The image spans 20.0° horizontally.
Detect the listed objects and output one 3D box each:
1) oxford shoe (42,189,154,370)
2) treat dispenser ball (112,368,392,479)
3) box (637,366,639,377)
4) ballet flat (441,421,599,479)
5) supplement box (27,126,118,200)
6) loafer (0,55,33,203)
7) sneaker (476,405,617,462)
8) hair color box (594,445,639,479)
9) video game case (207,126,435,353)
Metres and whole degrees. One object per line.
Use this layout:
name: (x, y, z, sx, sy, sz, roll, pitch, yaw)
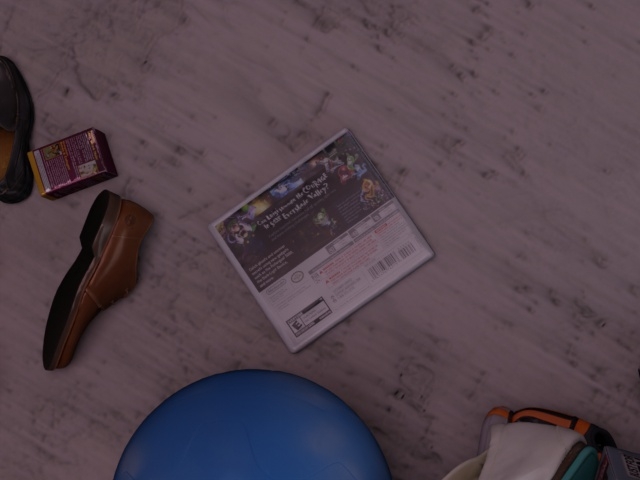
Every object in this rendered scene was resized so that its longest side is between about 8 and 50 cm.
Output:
oxford shoe: (-0.244, 0.054, 1.995, 0.076, 0.076, 0.212, 22, 101, -27)
treat dispenser ball: (-0.068, 0.273, 1.824, 0.288, 0.288, 0.288, -1, 84, 11)
box: (0.474, 0.256, 1.840, 0.232, 0.058, 0.322, -14, 80, 9)
ballet flat: (0.125, 0.317, 1.696, 0.139, 0.139, 0.400, 30, 51, 12)
supplement box: (-0.277, -0.085, 2.025, 0.083, 0.043, 0.055, -19, 80, 9)
loafer: (-0.357, -0.129, 2.036, 0.062, 0.061, 0.170, -12, 81, 10)
sneaker: (0.236, 0.334, 1.840, 0.180, 0.124, 0.321, 7, 85, 12)
hair color box: (0.427, 0.342, 1.723, 0.374, 0.113, 0.185, 15, 102, 0)
video game case: (0.000, 0.000, 1.975, 0.190, 0.022, 0.173, -35, 79, 6)
